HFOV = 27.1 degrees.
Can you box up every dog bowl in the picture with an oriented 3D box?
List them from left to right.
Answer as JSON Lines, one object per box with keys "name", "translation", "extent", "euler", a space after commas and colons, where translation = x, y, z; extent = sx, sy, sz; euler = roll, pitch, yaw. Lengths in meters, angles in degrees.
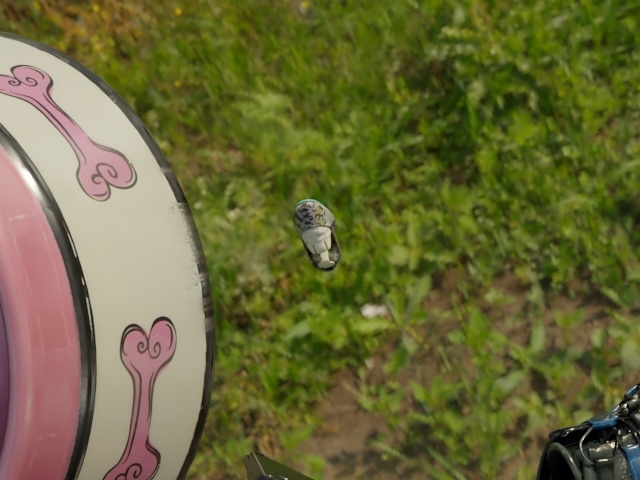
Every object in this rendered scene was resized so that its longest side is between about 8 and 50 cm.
{"name": "dog bowl", "translation": [-0.280, 0.060, 0.897], "extent": [0.408, 0.408, 0.150], "euler": [0, 6, 29]}

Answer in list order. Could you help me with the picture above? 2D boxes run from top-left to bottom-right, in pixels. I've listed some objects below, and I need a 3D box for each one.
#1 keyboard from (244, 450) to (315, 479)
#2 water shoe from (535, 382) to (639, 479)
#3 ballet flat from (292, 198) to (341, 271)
{"name": "keyboard", "translation": [0.072, 0.304, 1.311], "extent": [0.033, 0.317, 0.201], "euler": [-63, 9, -1]}
{"name": "water shoe", "translation": [0.164, 0.116, 0.695], "extent": [0.203, 0.080, 0.073], "euler": [-59, 25, -1]}
{"name": "ballet flat", "translation": [0.000, 0.000, 1.293], "extent": [0.041, 0.114, 0.041], "euler": [-4, 64, 9]}
